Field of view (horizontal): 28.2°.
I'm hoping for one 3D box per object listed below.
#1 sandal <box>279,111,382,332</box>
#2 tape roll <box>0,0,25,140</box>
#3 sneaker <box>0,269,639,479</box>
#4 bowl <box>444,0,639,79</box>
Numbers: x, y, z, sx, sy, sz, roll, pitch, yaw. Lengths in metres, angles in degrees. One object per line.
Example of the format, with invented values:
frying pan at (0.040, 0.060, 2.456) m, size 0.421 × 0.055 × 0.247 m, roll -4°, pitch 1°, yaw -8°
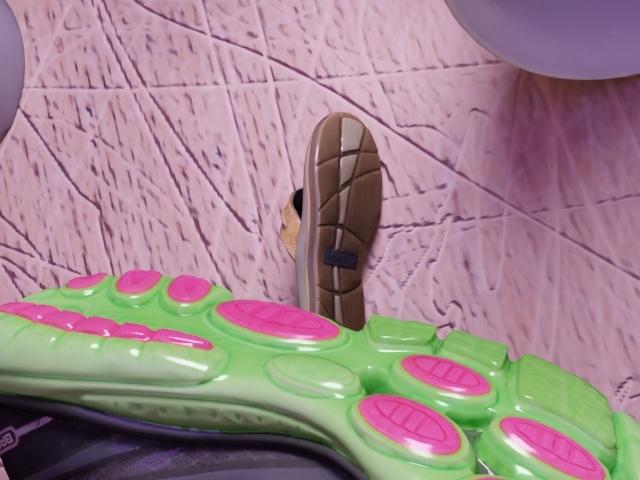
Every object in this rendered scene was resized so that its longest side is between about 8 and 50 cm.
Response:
sandal at (0.000, 0.000, 0.848) m, size 0.049 × 0.072 × 0.180 m, roll -3°, pitch 76°, yaw 38°
tape roll at (-0.341, -0.131, 0.981) m, size 0.219 × 0.072 × 0.219 m, roll -5°, pitch 74°, yaw 16°
sneaker at (0.006, 0.156, 0.740) m, size 0.483 × 0.185 × 0.202 m, roll 15°, pitch 115°, yaw 30°
bowl at (0.181, -0.254, 0.768) m, size 0.298 × 0.298 × 0.134 m, roll -29°, pitch 46°, yaw 7°
